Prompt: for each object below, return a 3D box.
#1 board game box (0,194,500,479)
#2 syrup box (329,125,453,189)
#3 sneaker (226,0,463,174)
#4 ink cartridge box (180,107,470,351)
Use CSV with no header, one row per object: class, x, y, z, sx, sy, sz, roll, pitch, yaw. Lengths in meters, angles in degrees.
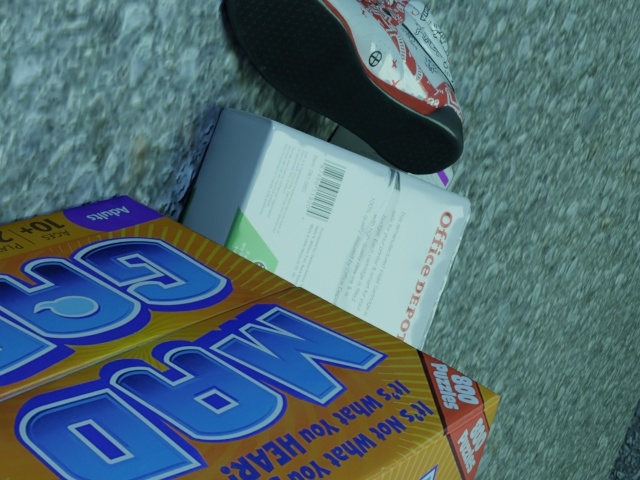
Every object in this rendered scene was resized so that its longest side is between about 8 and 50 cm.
board game box,-0.156,0.223,0.950,0.356,0.356,0.356,-19,130,-53
syrup box,0.022,-0.003,1.341,0.237,0.093,0.096,-57,151,-11
sneaker,0.021,-0.178,1.202,0.270,0.090,0.145,36,36,-34
ink cartridge box,0.000,0.000,1.195,0.219,0.092,0.160,20,92,-34
